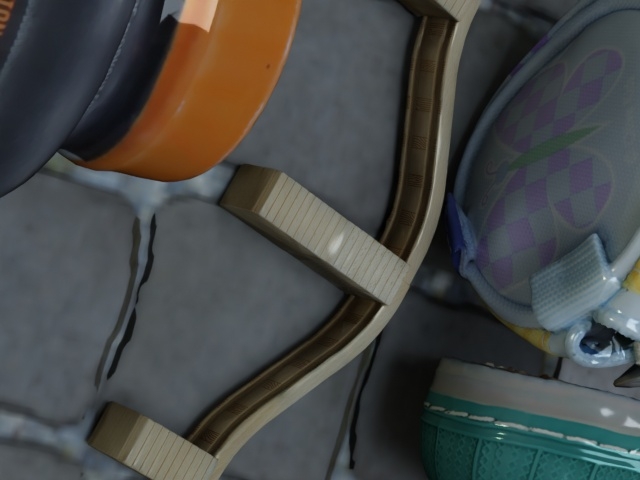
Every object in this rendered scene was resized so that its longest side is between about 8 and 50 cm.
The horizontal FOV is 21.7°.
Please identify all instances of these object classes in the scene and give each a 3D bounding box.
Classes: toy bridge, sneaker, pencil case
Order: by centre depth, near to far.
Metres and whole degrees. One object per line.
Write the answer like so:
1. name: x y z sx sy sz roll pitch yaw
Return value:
1. toy bridge: 0.000 0.000 0.504 0.063 0.026 0.188 35 78 -33
2. pencil case: 0.176 0.016 0.550 0.273 0.124 0.113 21 127 -29
3. sneaker: 0.134 0.141 0.566 0.302 0.108 0.121 34 74 -34

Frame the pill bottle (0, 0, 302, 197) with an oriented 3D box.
1. pill bottle: -0.124 -0.078 0.347 0.245 0.130 0.130 14 90 -34
